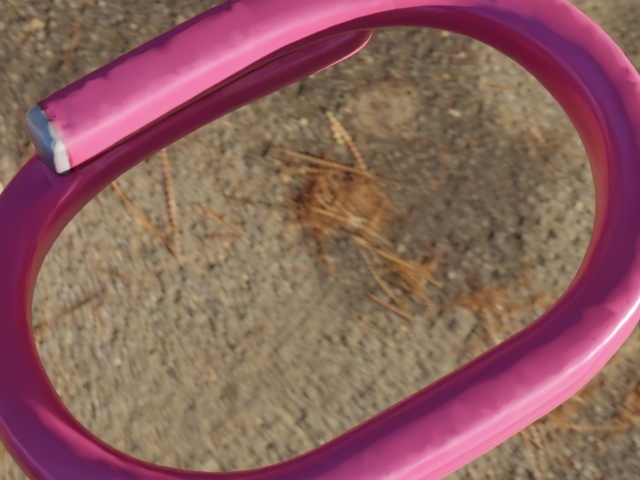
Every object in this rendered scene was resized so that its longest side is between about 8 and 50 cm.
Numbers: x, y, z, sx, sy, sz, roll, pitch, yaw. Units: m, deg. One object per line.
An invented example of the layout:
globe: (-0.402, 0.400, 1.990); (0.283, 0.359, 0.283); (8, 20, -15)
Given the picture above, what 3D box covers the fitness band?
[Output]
fitness band: (0.000, 0.000, 0.666); (0.290, 0.054, 0.209); (-29, 69, -12)
